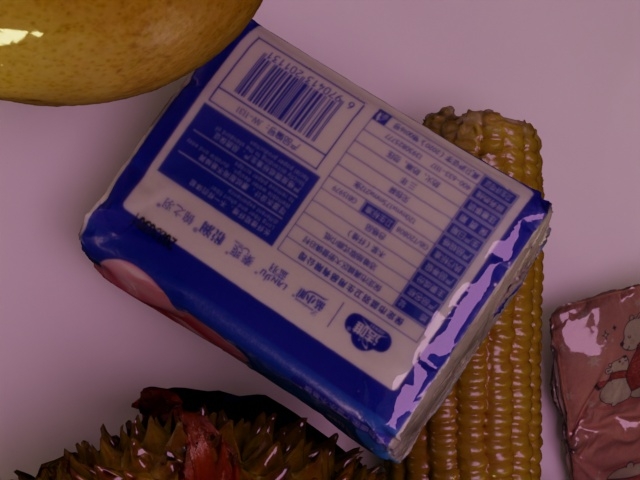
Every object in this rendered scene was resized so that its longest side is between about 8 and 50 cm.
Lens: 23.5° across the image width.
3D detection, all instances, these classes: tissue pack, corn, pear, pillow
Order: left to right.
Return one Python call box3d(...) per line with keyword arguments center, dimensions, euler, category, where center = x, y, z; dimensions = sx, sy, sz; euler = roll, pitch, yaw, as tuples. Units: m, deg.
box3d(center=(-0.170, -0.229, 0.954), dimensions=(0.314, 0.314, 0.314), euler=(-2, 96, -22), category="pear")
box3d(center=(0.000, 0.000, 1.076), dimensions=(0.270, 0.137, 0.209), euler=(32, 85, 14), category="tissue pack")
box3d(center=(0.111, 0.070, 1.188), dimensions=(0.131, 0.131, 0.344), euler=(0, 92, -22), category="corn")
box3d(center=(0.261, 0.153, 1.296), dimensions=(0.135, 0.049, 0.248), euler=(-17, 106, -17), category="pillow")

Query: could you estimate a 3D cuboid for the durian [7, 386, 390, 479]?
box3d(center=(-0.070, 0.254, 1.024), dimensions=(0.385, 0.347, 0.347), euler=(-4, 97, -10), category="durian")
